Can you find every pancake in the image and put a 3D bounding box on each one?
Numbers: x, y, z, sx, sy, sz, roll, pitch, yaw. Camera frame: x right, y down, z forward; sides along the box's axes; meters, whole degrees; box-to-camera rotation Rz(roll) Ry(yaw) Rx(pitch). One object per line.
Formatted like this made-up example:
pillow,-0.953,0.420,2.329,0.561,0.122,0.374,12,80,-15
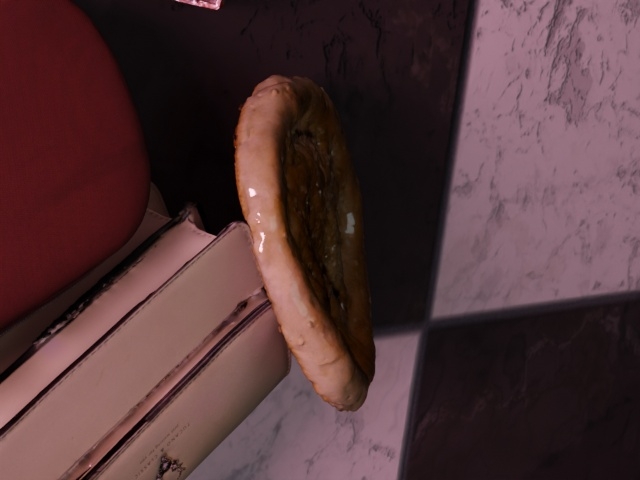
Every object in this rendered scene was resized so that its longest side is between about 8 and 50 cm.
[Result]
pancake,-0.002,0.000,1.553,0.356,0.065,0.356,-9,90,-79

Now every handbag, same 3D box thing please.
handbag,-0.195,0.149,1.462,0.358,0.160,0.237,-43,139,-29

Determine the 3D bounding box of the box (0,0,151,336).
box,-0.300,-0.041,1.260,0.404,0.108,0.263,-35,110,-45

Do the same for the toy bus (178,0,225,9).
toy bus,-0.093,-0.305,1.467,0.077,0.065,0.192,-103,-153,-85
